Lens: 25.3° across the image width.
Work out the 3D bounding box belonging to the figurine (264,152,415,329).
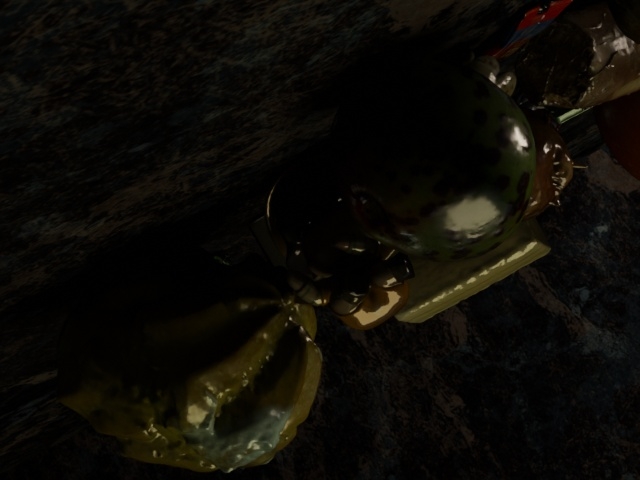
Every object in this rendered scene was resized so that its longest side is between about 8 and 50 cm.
[{"bbox_3d":[0.033,0.003,1.893,0.192,0.256,0.167,-32,142,16],"label":"figurine"}]

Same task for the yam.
[{"bbox_3d":[0.373,-0.250,1.875,0.238,0.129,0.128,-19,156,-38],"label":"yam"}]

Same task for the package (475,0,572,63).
[{"bbox_3d":[0.233,-0.246,1.789,0.083,0.022,0.200,-24,171,-33],"label":"package"}]

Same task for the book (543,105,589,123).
[{"bbox_3d":[0.341,-0.223,2.000,0.103,0.135,0.017,-28,133,-2],"label":"book"}]

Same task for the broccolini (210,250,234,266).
[{"bbox_3d":[-0.169,0.035,2.226,0.030,0.035,0.140,-33,171,12],"label":"broccolini"}]

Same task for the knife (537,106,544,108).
[{"bbox_3d":[0.453,-0.262,2.407,0.343,0.027,0.061,-19,136,-47],"label":"knife"}]

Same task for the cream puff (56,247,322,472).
[{"bbox_3d":[-0.158,0.136,1.950,0.378,0.378,0.275,-19,139,-52],"label":"cream puff"}]

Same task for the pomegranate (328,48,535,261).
[{"bbox_3d":[0.156,-0.101,1.655,0.306,0.242,0.242,-21,170,-47],"label":"pomegranate"}]

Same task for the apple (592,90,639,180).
[{"bbox_3d":[0.581,-0.231,2.184,0.348,0.277,0.348,-28,172,-4],"label":"apple"}]

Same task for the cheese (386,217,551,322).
[{"bbox_3d":[0.201,-0.028,2.334,0.265,0.242,0.124,-30,163,17],"label":"cheese"}]

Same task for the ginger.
[{"bbox_3d":[0.240,-0.106,1.949,0.254,0.176,0.418,7,-174,15],"label":"ginger"}]

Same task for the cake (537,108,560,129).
[{"bbox_3d":[0.367,-0.181,2.448,0.287,0.135,0.098,-36,160,-17],"label":"cake"}]

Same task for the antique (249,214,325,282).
[{"bbox_3d":[0.000,0.000,2.172,0.148,0.146,0.152,-32,173,16],"label":"antique"}]

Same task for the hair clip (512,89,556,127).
[{"bbox_3d":[0.242,-0.151,2.207,0.278,0.137,0.090,-37,-146,11],"label":"hair clip"}]

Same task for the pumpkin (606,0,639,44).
[{"bbox_3d":[0.435,-0.301,1.629,0.219,0.162,0.219,-31,171,-5],"label":"pumpkin"}]
